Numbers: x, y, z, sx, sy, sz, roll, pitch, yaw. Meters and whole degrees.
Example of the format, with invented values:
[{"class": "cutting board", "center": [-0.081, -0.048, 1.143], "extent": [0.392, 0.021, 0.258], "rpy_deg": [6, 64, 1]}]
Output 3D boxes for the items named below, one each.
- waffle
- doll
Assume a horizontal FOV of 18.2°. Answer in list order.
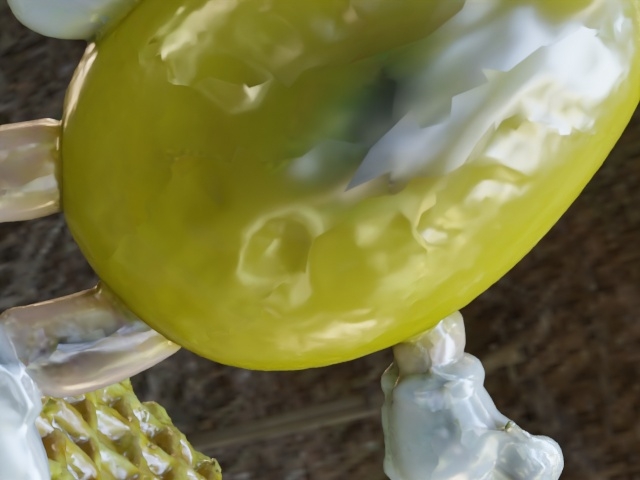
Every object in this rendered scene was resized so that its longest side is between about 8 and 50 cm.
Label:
[{"class": "waffle", "center": [-0.113, 0.184, 1.304], "extent": [0.312, 0.060, 0.307], "rpy_deg": [49, 12, 4]}, {"class": "doll", "center": [-0.036, -0.007, 0.922], "extent": [0.161, 0.423, 0.348], "rpy_deg": [-92, -175, -70]}]
